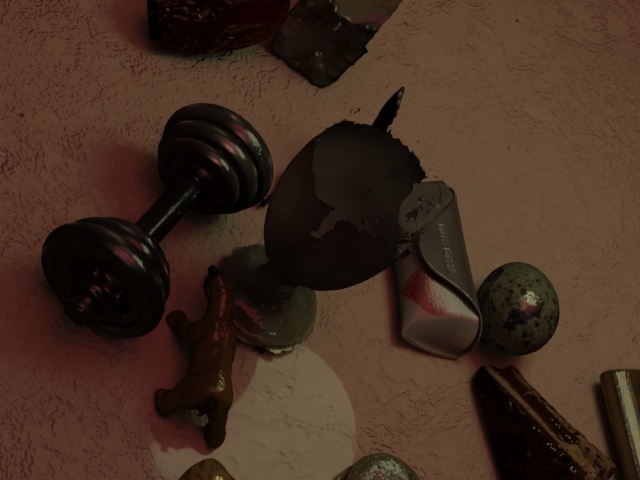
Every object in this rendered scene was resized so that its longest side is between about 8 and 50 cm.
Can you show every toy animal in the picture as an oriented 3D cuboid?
[{"bbox_3d":[0.040,-0.101,1.718,0.273,0.197,0.160,-29,96,3],"label":"toy animal"},{"bbox_3d":[-0.146,0.148,1.442,0.103,0.101,0.218,18,53,-19],"label":"toy animal"}]

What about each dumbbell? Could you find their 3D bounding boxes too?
[{"bbox_3d":[-0.208,-0.033,1.468,0.179,0.179,0.406,39,48,-4],"label":"dumbbell"}]

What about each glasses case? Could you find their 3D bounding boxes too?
[{"bbox_3d":[0.170,0.026,1.726,0.128,0.083,0.308,9,57,-28],"label":"glasses case"}]

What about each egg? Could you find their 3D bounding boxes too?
[{"bbox_3d":[0.306,0.102,1.731,0.132,0.132,0.172,30,38,-12],"label":"egg"}]

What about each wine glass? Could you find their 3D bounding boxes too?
[{"bbox_3d":[-0.005,-0.001,1.456,0.191,0.357,0.190,18,52,-25],"label":"wine glass"}]

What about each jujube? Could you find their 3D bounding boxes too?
[{"bbox_3d":[-0.162,-0.374,1.732,0.236,0.168,0.168,-21,73,-21],"label":"jujube"}]

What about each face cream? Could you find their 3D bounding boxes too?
[{"bbox_3d":[0.530,0.345,1.756,0.139,0.067,0.285,10,56,-26],"label":"face cream"}]

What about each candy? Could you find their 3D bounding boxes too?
[{"bbox_3d":[0.036,-0.375,1.835,0.137,0.185,0.195,41,48,-9],"label":"candy"}]

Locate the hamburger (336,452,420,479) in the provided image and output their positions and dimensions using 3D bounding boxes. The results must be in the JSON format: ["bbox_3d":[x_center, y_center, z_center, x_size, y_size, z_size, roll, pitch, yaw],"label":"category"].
[{"bbox_3d":[0.067,0.334,1.489,0.084,0.054,0.121,46,56,0],"label":"hamburger"}]

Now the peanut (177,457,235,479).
[{"bbox_3d":[-0.144,0.370,1.300,0.098,0.103,0.229,26,52,-31],"label":"peanut"}]

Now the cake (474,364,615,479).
[{"bbox_3d":[0.303,0.309,1.659,0.112,0.135,0.246,8,27,-41],"label":"cake"}]
